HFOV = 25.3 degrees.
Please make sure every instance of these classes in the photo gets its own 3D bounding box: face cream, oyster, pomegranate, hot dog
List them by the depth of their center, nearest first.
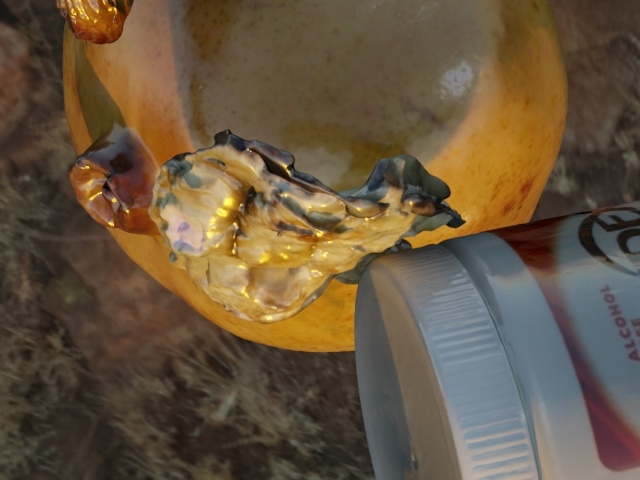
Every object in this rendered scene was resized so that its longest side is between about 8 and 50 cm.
[{"bbox_3d":[0.000,0.000,0.679,0.163,0.191,0.081,-2,85,36],"label":"oyster"},{"bbox_3d":[0.131,0.087,0.690,0.187,0.201,0.201,-11,71,-10],"label":"face cream"},{"bbox_3d":[-0.130,-0.197,0.896,0.065,0.099,0.147,21,84,-9],"label":"hot dog"},{"bbox_3d":[-0.017,-0.103,1.119,0.417,0.416,0.416,-4,74,14],"label":"pomegranate"}]
